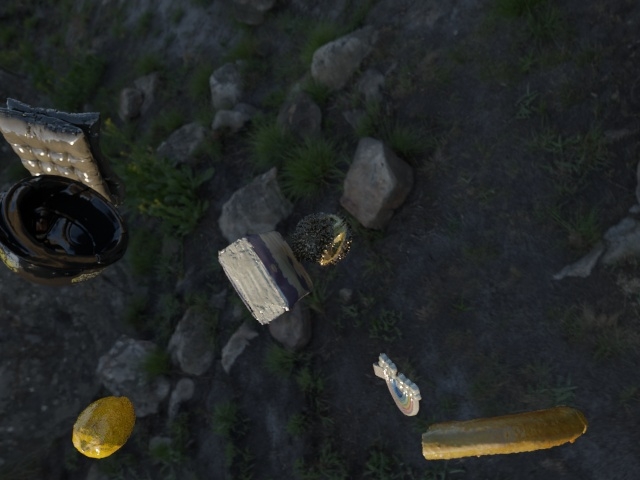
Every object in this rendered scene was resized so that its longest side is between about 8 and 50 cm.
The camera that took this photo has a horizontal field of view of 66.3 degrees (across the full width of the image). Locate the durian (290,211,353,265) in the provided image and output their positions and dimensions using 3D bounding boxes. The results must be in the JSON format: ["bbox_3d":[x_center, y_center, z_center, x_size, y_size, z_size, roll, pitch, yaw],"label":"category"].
[{"bbox_3d":[0.000,0.000,1.455,0.196,0.196,0.167,-25,53,29],"label":"durian"}]

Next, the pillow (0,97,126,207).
[{"bbox_3d":[-0.637,-0.205,1.233,0.228,0.326,0.101,13,57,2],"label":"pillow"}]

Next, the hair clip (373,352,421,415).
[{"bbox_3d":[0.209,0.380,1.292,0.220,0.054,0.140,-140,36,-62],"label":"hair clip"}]

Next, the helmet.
[{"bbox_3d":[-0.535,0.001,0.978,0.160,0.279,0.230,-41,92,27],"label":"helmet"}]

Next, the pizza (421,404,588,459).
[{"bbox_3d":[0.266,0.281,0.713,0.134,0.270,0.056,136,131,-56],"label":"pizza"}]

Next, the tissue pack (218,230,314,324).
[{"bbox_3d":[-0.148,0.097,1.476,0.125,0.343,0.242,-34,87,12],"label":"tissue pack"}]

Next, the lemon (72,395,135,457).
[{"bbox_3d":[-0.467,0.401,1.068,0.114,0.155,0.114,4,110,11],"label":"lemon"}]
